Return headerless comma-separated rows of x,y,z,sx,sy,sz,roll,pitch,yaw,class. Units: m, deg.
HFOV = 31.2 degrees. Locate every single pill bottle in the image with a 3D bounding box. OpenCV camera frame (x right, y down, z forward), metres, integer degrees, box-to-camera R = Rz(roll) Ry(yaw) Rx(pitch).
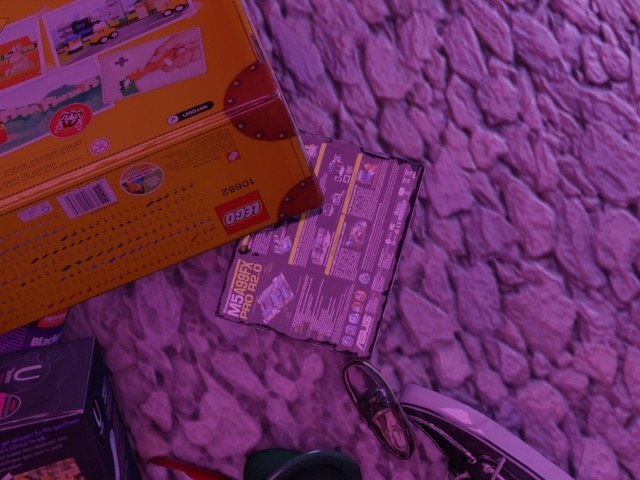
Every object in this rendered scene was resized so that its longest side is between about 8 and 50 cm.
-0.377,0.087,1.464,0.108,0.108,0.194,24,113,0,pill bottle

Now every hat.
-0.075,0.303,1.541,0.208,0.183,0.173,26,99,-42,hat

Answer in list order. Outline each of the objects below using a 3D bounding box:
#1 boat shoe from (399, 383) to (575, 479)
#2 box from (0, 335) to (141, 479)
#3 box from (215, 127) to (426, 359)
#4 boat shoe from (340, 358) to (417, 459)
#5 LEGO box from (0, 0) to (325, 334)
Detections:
0.219,0.303,1.497,0.306,0.113,0.105,36,76,-10,boat shoe
-0.316,0.281,1.419,0.143,0.165,0.270,-11,118,0,box
0.000,0.000,1.519,0.216,0.060,0.270,15,90,0,box
0.081,0.224,1.526,0.056,0.049,0.152,-36,90,1,boat shoe
-0.295,-0.132,1.358,0.500,0.193,0.372,-21,49,0,LEGO box
